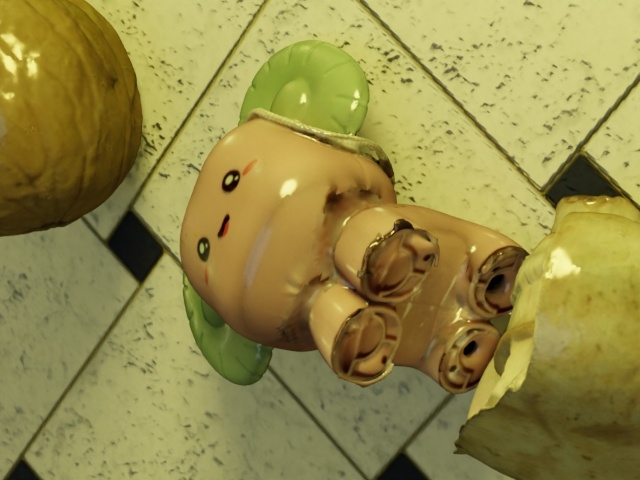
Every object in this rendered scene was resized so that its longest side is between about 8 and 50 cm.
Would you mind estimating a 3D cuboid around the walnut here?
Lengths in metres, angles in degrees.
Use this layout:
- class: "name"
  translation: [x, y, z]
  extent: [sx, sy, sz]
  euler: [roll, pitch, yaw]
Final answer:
- class: "walnut"
  translation: [-0.260, -0.115, 1.683]
  extent: [0.228, 0.228, 0.228]
  euler: [14, 115, 33]

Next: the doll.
- class: "doll"
  translation: [0.000, 0.000, 1.564]
  extent: [0.268, 0.216, 0.284]
  euler: [41, 114, 49]

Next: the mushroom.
- class: "mushroom"
  translation: [0.217, 0.081, 1.417]
  extent: [0.189, 0.195, 0.253]
  euler: [25, 149, -1]
